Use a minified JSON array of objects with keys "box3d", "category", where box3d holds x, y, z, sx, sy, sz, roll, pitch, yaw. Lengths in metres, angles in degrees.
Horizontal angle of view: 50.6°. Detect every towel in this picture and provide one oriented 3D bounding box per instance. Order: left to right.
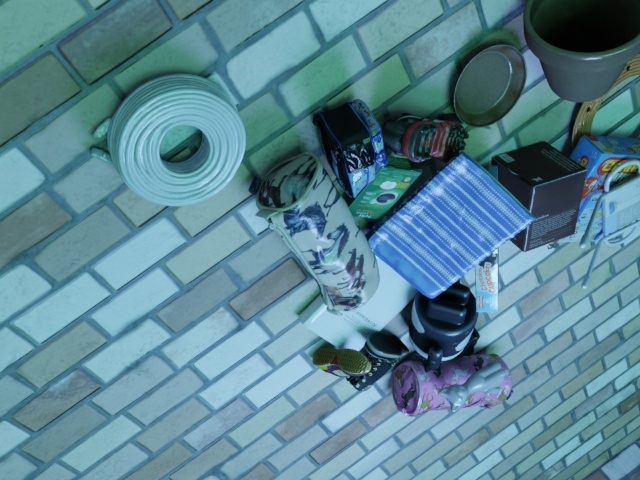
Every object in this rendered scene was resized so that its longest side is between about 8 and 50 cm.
[{"box3d":[0.292,-0.023,1.584,0.243,0.040,0.336,40,121,-11],"category":"towel"}]

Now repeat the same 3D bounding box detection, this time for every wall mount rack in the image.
[{"box3d":[0.796,-0.037,1.808,0.304,0.131,0.350,-28,138,1],"category":"wall mount rack"}]

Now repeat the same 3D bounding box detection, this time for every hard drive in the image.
[{"box3d":[0.138,0.132,1.767,0.353,0.047,0.233,-45,132,8],"category":"hard drive"}]

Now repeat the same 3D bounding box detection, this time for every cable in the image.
[{"box3d":[-0.269,-0.188,1.288,0.257,0.089,0.257,-47,131,9],"category":"cable"}]

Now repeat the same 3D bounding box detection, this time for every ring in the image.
[{"box3d":[0.800,-0.338,1.800,0.336,0.032,0.337,-14,127,-19],"category":"ring"}]

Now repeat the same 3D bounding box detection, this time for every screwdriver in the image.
[{"box3d":[0.349,-0.281,1.607,0.169,0.024,0.025,-2,95,-35],"category":"screwdriver"}]

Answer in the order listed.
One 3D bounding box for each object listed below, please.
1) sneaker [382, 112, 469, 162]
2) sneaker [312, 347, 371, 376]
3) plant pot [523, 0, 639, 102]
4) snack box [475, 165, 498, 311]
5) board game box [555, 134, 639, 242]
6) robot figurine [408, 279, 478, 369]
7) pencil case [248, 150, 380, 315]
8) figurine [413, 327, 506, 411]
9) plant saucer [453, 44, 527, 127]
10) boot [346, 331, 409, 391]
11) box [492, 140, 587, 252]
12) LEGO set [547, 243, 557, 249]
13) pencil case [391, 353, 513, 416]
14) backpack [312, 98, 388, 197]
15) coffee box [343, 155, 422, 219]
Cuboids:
[{"box3d":[0.233,-0.233,1.527,0.276,0.135,0.098,-8,116,-52],"category":"sneaker"},{"box3d":[0.070,0.329,1.800,0.084,0.185,0.070,41,63,-42],"category":"sneaker"},{"box3d":[0.586,-0.433,1.496,0.263,0.263,0.229,-35,149,-2],"category":"plant pot"},{"box3d":[0.416,-0.004,1.697,0.060,0.187,0.322,0,119,15],"category":"snack box"},{"box3d":[0.774,-0.135,1.862,0.308,0.086,0.302,-2,133,-27],"category":"board game box"},{"box3d":[0.329,0.214,1.815,0.209,0.174,0.278,-30,151,-18],"category":"robot figurine"},{"box3d":[0.000,0.000,1.519,0.183,0.160,0.410,-45,134,-14],"category":"pencil case"},{"box3d":[0.397,0.369,1.945,0.209,0.215,0.092,-18,152,-30],"category":"figurine"},{"box3d":[0.383,-0.357,1.556,0.198,0.036,0.199,-14,127,-19],"category":"plant saucer"},{"box3d":[0.139,0.341,1.857,0.178,0.085,0.236,-47,156,12],"category":"boot"},{"box3d":[0.547,-0.112,1.731,0.166,0.168,0.203,-17,129,-17],"category":"box"},{"box3d":[0.683,-0.009,1.982,0.054,0.023,0.083,-1,136,-25],"category":"LEGO set"},{"box3d":[0.397,0.437,2.052,0.385,0.167,0.160,3,144,-29],"category":"pencil case"},{"box3d":[0.071,-0.185,1.429,0.116,0.158,0.173,-23,133,-3],"category":"backpack"},{"box3d":[0.134,-0.119,1.546,0.113,0.041,0.184,3,144,-30],"category":"coffee box"}]
